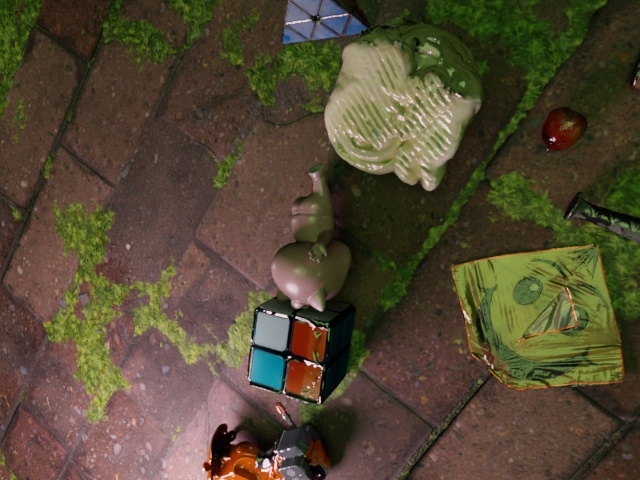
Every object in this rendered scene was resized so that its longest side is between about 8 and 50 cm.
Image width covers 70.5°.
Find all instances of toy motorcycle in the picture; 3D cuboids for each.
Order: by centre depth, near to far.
[{"bbox_3d":[-0.144,0.519,1.073,0.325,0.148,0.221,-25,109,22],"label":"toy motorcycle"}]

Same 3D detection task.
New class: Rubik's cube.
[{"bbox_3d":[-0.009,-0.463,0.966,0.190,0.211,0.178,43,132,-13],"label":"Rubik's cube"},{"bbox_3d":[-0.039,0.223,0.983,0.180,0.167,0.184,8,97,20],"label":"Rubik's cube"}]

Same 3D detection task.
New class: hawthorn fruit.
[{"bbox_3d":[0.440,-0.203,0.823,0.077,0.077,0.077,2,96,19],"label":"hawthorn fruit"}]

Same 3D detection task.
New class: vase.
[{"bbox_3d":[0.534,-0.032,0.813,0.166,0.059,0.059,24,103,16],"label":"vase"}]

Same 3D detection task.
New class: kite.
[{"bbox_3d":[0.432,0.139,0.889,0.377,0.013,0.328,38,106,15],"label":"kite"}]

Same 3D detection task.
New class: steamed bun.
[{"bbox_3d":[0.164,-0.262,0.859,0.267,0.207,0.280,28,131,15],"label":"steamed bun"}]

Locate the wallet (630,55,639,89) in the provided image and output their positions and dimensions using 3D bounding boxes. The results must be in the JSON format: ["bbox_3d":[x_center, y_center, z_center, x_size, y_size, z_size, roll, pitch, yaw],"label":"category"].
[{"bbox_3d":[0.703,-0.287,0.735,0.316,0.044,0.169,23,101,15],"label":"wallet"}]

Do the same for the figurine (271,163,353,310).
[{"bbox_3d":[0.000,0.000,0.931,0.176,0.186,0.288,-8,75,49],"label":"figurine"}]
